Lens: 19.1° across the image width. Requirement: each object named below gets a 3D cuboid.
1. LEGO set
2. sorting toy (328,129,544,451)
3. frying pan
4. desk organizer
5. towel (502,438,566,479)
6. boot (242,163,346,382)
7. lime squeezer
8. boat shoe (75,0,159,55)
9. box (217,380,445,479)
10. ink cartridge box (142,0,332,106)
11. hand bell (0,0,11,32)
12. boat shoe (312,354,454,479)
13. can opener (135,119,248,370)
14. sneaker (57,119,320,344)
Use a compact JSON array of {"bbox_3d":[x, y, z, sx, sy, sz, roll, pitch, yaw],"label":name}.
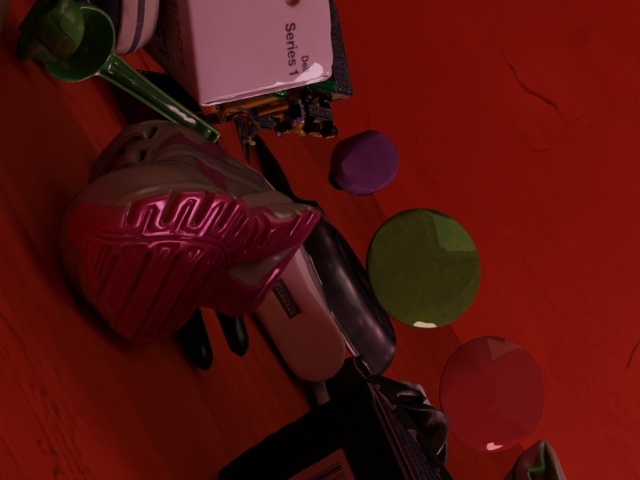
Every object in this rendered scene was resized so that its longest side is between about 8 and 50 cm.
[{"bbox_3d":[-0.111,-0.237,1.833,0.255,0.192,0.331,-12,88,-64],"label":"LEGO set"},{"bbox_3d":[0.101,0.060,2.027,0.365,0.127,0.126,62,-22,0],"label":"sorting toy"},{"bbox_3d":[0.014,0.022,2.051,0.197,0.053,0.326,57,9,-33],"label":"frying pan"},{"bbox_3d":[-0.113,-0.081,1.486,0.130,0.050,0.047,62,7,31],"label":"desk organizer"},{"bbox_3d":[0.157,0.298,1.238,0.325,0.038,0.248,90,-17,-59],"label":"towel"},{"bbox_3d":[-0.041,0.024,1.537,0.086,0.069,0.190,-128,-166,-82],"label":"boot"},{"bbox_3d":[-0.157,-0.118,1.252,0.110,0.059,0.310,54,6,13],"label":"lime squeezer"},{"bbox_3d":[-0.234,-0.338,1.344,0.187,0.156,0.500,-122,-168,-48],"label":"boat shoe"},{"bbox_3d":[0.049,0.211,1.093,0.207,0.108,0.153,53,7,-39],"label":"box"},{"bbox_3d":[-0.101,-0.252,1.528,0.278,0.117,0.201,-135,-145,-56],"label":"ink cartridge box"},{"bbox_3d":[-0.134,-0.230,1.148,0.126,0.242,0.126,58,6,-10],"label":"hand bell"},{"bbox_3d":[0.061,0.164,1.493,0.114,0.091,0.302,56,7,-25],"label":"boat shoe"},{"bbox_3d":[-0.090,0.000,1.241,0.186,0.059,0.073,62,6,30],"label":"can opener"},{"bbox_3d":[-0.097,-0.012,1.111,0.111,0.103,0.252,37,9,15],"label":"sneaker"}]
